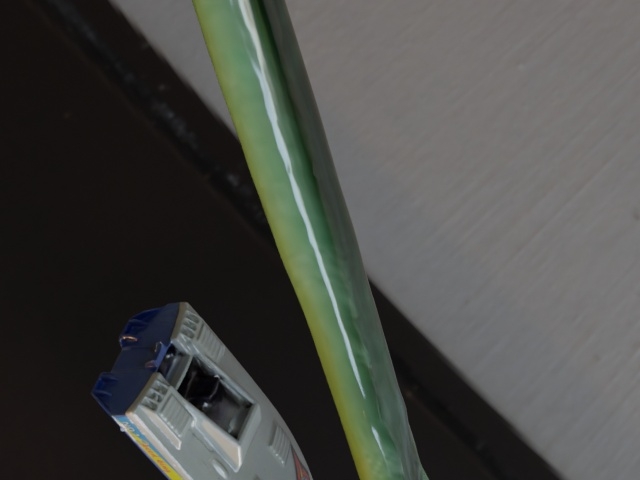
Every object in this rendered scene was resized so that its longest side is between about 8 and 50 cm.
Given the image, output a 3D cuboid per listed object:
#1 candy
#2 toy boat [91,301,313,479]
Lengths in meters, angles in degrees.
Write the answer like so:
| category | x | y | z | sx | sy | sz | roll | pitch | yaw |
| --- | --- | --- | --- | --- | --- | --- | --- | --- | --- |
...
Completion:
| category | x | y | z | sx | sy | sz | roll | pitch | yaw |
| --- | --- | --- | --- | --- | --- | --- | --- | --- | --- |
| candy | 0.000 | 0.000 | 0.342 | 0.119 | 0.119 | 0.440 | -14 | 94 | 53 |
| toy boat | -0.075 | 0.191 | 1.346 | 0.088 | 0.129 | 0.295 | -9 | 131 | 36 |
